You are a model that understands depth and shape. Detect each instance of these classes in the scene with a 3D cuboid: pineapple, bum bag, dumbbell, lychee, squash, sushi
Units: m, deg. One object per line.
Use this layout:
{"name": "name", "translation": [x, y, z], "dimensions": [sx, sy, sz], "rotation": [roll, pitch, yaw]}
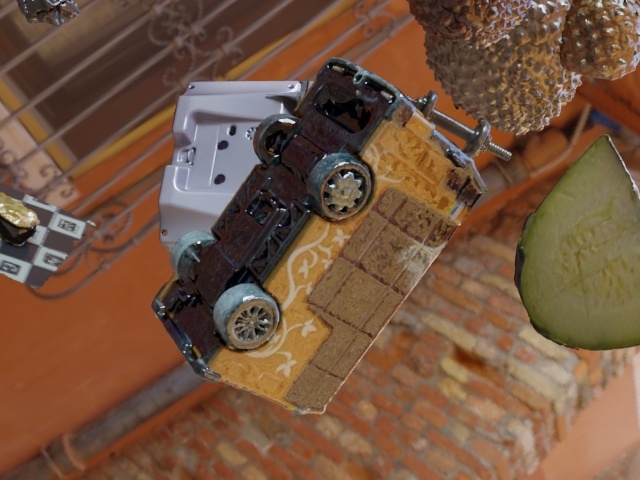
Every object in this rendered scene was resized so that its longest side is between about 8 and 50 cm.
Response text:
{"name": "pineapple", "translation": [0.526, -0.443, 1.656], "dimensions": [0.158, 0.157, 0.279], "rotation": [-135, -136, -62]}
{"name": "bum bag", "translation": [-0.457, -0.421, 1.419], "dimensions": [0.198, 0.087, 0.049], "rotation": [59, -19, 8]}
{"name": "dumbbell", "translation": [0.240, -0.214, 1.669], "dimensions": [0.254, 0.082, 0.081], "rotation": [27, -2, -7]}
{"name": "lychee", "translation": [0.237, -0.420, 1.429], "dimensions": [0.236, 0.235, 0.271], "rotation": [59, 33, -44]}
{"name": "squash", "translation": [0.298, 0.037, 1.018], "dimensions": [0.204, 0.155, 0.237], "rotation": [54, 22, -60]}
{"name": "sushi", "translation": [-0.312, -0.036, 0.818], "dimensions": [0.201, 0.031, 0.139], "rotation": [23, 27, -6]}
{"name": "lychee", "translation": [0.427, -0.448, 2.026], "dimensions": [0.432, 0.380, 0.380], "rotation": [65, -8, -18]}

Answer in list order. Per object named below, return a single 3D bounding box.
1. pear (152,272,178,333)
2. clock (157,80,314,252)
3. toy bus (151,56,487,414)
{"name": "pear", "translation": [-0.069, 0.071, 1.505], "dimensions": [0.191, 0.386, 0.340], "rotation": [41, -12, 21]}
{"name": "clock", "translation": [-0.100, -0.096, 1.163], "dimensions": [0.083, 0.186, 0.253], "rotation": [62, 31, -65]}
{"name": "toy bus", "translation": [0.000, 0.000, 0.919], "dimensions": [0.194, 0.323, 0.162], "rotation": [33, 5, -37]}
